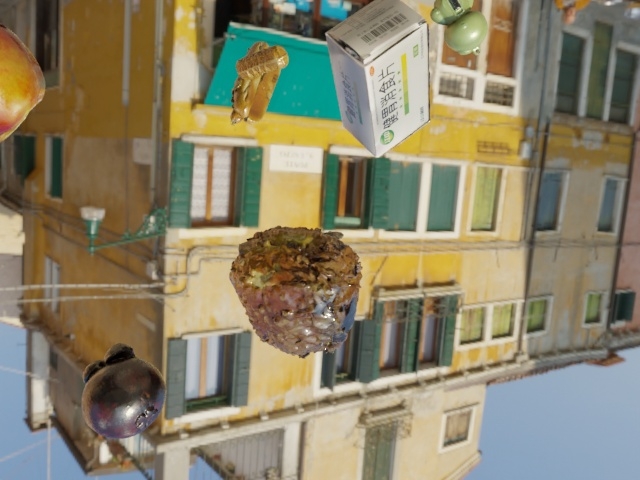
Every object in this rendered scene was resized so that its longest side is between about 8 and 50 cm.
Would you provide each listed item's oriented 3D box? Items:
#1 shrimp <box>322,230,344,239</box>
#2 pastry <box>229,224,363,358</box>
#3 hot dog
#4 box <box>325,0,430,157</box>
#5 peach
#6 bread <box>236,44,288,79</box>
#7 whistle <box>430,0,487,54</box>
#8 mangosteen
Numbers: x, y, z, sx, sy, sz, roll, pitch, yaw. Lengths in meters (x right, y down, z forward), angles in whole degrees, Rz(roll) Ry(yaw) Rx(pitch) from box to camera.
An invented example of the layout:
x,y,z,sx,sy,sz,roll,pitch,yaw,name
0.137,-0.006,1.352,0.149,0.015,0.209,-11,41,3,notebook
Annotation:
x,y,z,sx,sy,sz,roll,pitch,yaw,name
0.000,0.000,2.172,0.190,0.042,0.101,-19,-163,-26,shrimp
-0.046,0.134,1.686,0.338,0.405,0.292,-15,-157,28,pastry
-0.165,-0.389,1.486,0.072,0.269,0.109,-5,143,32,hot dog
0.138,-0.366,1.356,0.145,0.173,0.332,46,168,28,box
-0.720,-0.349,1.228,0.249,0.245,0.275,-10,138,45,peach
-0.133,-0.401,1.349,0.157,0.052,0.044,-3,-164,44,bread
0.405,-0.693,1.816,0.141,0.294,0.141,-29,174,-3,whistle
-0.472,0.367,1.422,0.210,0.209,0.210,4,-172,-1,mangosteen
